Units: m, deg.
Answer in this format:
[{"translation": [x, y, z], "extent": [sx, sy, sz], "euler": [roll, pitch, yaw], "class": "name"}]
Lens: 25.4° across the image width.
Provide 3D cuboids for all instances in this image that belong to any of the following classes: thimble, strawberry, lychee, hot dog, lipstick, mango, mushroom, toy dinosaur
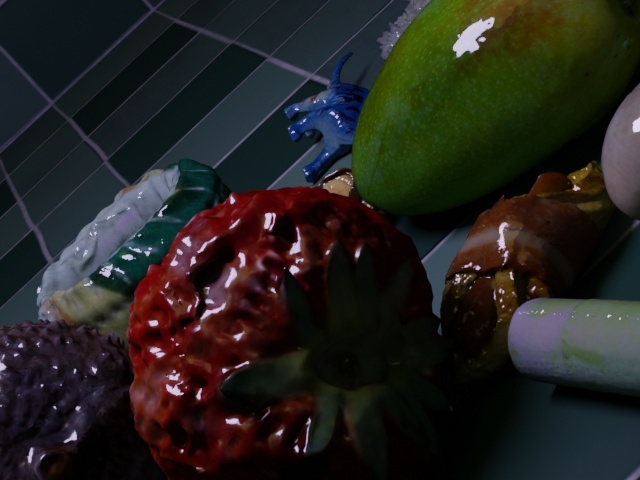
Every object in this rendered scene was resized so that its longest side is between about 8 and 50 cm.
[{"translation": [-0.205, 0.045, 1.725], "extent": [0.288, 0.167, 0.254], "euler": [-49, 22, -20], "class": "thimble"}, {"translation": [-0.049, 0.103, 1.217], "extent": [0.310, 0.292, 0.292], "euler": [-14, 35, 42], "class": "strawberry"}, {"translation": [-0.285, 0.220, 1.382], "extent": [0.300, 0.300, 0.300], "euler": [-35, 23, 17], "class": "lychee"}, {"translation": [0.174, 0.012, 1.250], "extent": [0.123, 0.093, 0.261], "euler": [-14, 35, 50], "class": "hot dog"}, {"translation": [0.255, 0.081, 1.019], "extent": [0.076, 0.076, 0.304], "euler": [-51, 22, -21], "class": "lipstick"}, {"translation": [0.169, -0.161, 1.451], "extent": [0.382, 0.201, 0.225], "euler": [-40, 42, 34], "class": "mango"}, {"translation": [0.304, -0.076, 1.167], "extent": [0.154, 0.122, 0.154], "euler": [-39, -23, -20], "class": "mushroom"}, {"translation": [0.016, -0.162, 1.866], "extent": [0.144, 0.076, 0.329], "euler": [-33, 25, 4], "class": "toy dinosaur"}]

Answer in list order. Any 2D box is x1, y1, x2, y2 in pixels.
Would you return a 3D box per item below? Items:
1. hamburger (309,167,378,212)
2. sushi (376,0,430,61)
[{"translation": [-0.003, 0.006, 1.583], "extent": [0.176, 0.087, 0.102], "euler": [-31, 35, 10], "class": "hamburger"}, {"translation": [0.181, -0.275, 1.730], "extent": [0.225, 0.126, 0.136], "euler": [-47, 23, -9], "class": "sushi"}]
